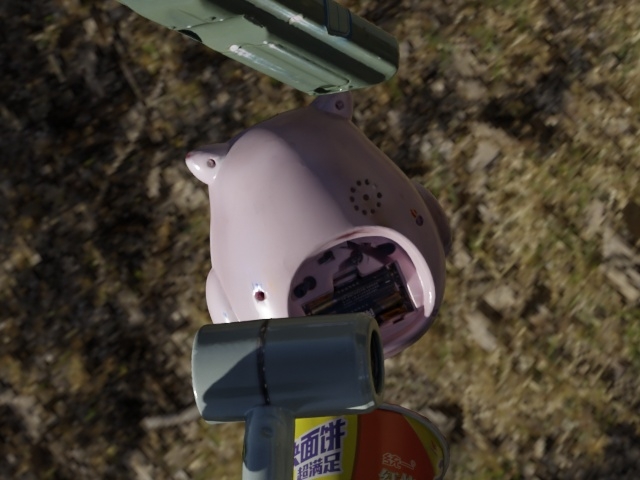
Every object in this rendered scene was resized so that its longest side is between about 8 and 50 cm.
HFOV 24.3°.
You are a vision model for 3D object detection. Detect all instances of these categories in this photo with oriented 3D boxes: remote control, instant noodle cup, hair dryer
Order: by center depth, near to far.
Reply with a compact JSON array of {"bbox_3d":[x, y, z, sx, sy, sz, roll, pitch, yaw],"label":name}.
[{"bbox_3d":[-0.015,0.098,0.660,0.082,0.137,0.047,-4,152,13],"label":"hair dryer"},{"bbox_3d":[-0.055,-0.199,1.392,0.128,0.335,0.065,-4,77,33],"label":"remote control"},{"bbox_3d":[0.037,0.298,1.568,0.213,0.174,0.213,0,136,0],"label":"instant noodle cup"}]

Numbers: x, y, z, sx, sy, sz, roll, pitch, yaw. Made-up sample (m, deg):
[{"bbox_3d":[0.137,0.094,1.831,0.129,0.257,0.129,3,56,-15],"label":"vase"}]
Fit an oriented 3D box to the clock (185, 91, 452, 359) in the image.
[{"bbox_3d":[0.000,0.000,2.105,0.376,0.368,0.250,67,170,-12],"label":"clock"}]
